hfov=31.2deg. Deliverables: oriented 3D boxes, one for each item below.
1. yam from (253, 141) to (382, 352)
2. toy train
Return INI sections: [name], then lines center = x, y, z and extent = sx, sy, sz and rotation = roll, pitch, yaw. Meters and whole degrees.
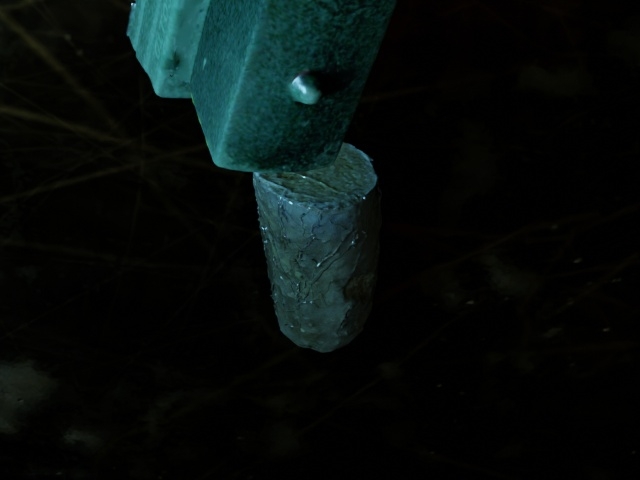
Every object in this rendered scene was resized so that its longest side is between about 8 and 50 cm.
[yam]
center = 0.000, 0.000, 0.910
extent = 0.107, 0.107, 0.183
rotation = 0, 137, 2
[toy train]
center = -0.019, -0.180, 0.667
extent = 0.139, 0.178, 0.330
rotation = -2, 138, -23
